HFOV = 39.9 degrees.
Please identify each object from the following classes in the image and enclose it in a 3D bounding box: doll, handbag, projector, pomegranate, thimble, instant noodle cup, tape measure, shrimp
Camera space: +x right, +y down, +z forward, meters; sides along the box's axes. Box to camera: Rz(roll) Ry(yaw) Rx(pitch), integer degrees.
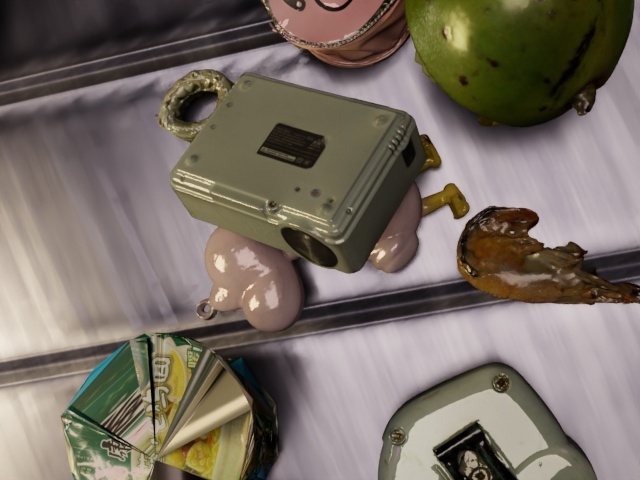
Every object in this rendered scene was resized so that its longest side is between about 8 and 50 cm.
[{"bbox_3d":[0.000,0.000,1.103,0.365,0.094,0.160,-30,83,6],"label":"doll"},{"bbox_3d":[0.033,-0.319,1.097,0.179,0.116,0.205,32,93,10],"label":"handbag"},{"bbox_3d":[-0.031,-0.088,1.042,0.256,0.099,0.192,20,67,29],"label":"projector"},{"bbox_3d":[0.209,-0.287,1.001,0.260,0.260,0.341,-31,89,7],"label":"pomegranate"},{"bbox_3d":[-0.158,-0.173,1.151,0.109,0.062,0.085,-23,82,8],"label":"thimble"},{"bbox_3d":[-0.161,0.238,1.066,0.240,0.178,0.240,-3,76,13],"label":"instant noodle cup"},{"bbox_3d":[0.185,0.286,1.046,0.243,0.125,0.246,-39,83,6],"label":"tape measure"},{"bbox_3d":[0.297,0.022,1.067,0.262,0.066,0.117,5,89,8],"label":"shrimp"}]
